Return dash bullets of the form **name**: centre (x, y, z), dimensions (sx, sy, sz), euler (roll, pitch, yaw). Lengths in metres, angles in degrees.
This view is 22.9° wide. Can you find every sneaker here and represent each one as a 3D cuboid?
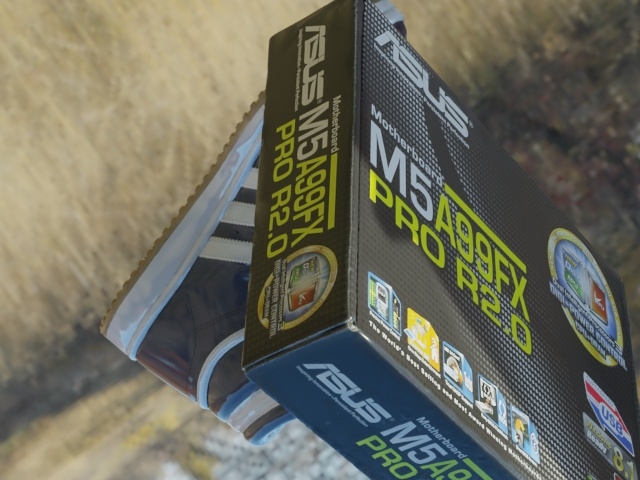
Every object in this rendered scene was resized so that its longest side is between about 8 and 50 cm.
- **sneaker**: centre (0.000, 0.000, 0.963), dimensions (0.282, 0.153, 0.099), euler (-52, 169, 20)

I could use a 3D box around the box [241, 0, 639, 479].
- **box**: centre (0.072, 0.039, 0.782), dimensions (0.060, 0.270, 0.216), euler (-25, -140, 28)
